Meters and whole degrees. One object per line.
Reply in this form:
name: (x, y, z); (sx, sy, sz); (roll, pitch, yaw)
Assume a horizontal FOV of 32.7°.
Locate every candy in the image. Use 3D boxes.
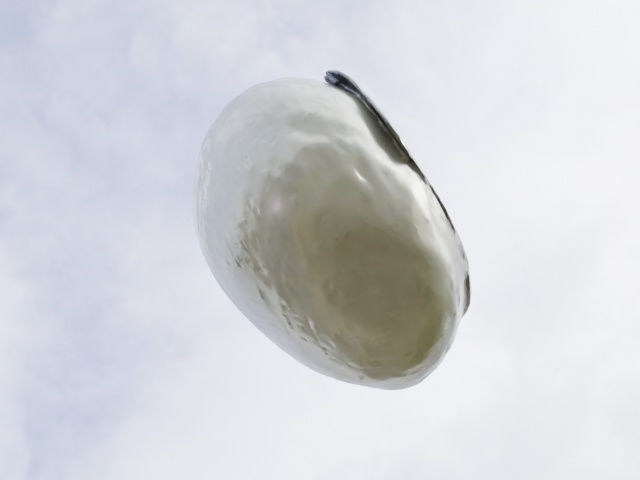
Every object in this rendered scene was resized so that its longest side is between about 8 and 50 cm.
candy: (0.000, 0.000, 0.914); (0.185, 0.295, 0.295); (-27, -55, -9)
